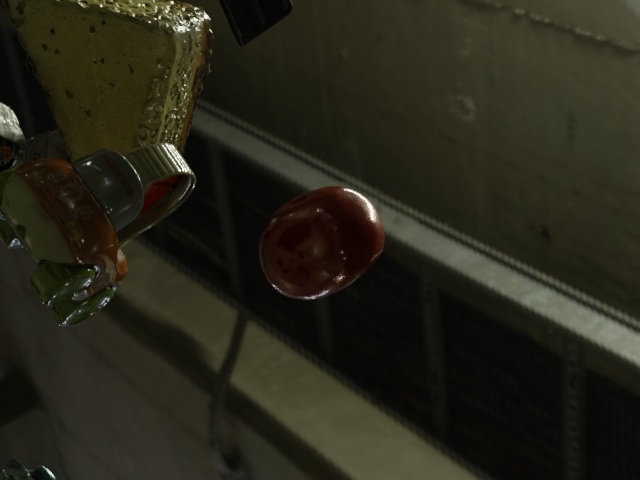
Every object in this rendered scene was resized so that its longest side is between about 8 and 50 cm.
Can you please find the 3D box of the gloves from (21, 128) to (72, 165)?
[{"bbox_3d":[-0.409,-0.141,2.070,0.285,0.119,0.142,21,-60,56],"label":"gloves"}]

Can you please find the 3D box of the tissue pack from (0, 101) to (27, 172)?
[{"bbox_3d":[-0.431,-0.084,1.482,0.170,0.090,0.103,-50,-142,17],"label":"tissue pack"}]

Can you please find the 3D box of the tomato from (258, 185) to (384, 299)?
[{"bbox_3d":[0.000,0.000,1.796,0.195,0.195,0.136,-9,-70,59],"label":"tomato"}]

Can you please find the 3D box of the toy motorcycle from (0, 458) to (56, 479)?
[{"bbox_3d":[-0.297,0.368,1.467,0.260,0.154,0.206,53,-21,-1],"label":"toy motorcycle"}]

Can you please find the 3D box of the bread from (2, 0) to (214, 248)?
[{"bbox_3d":[-0.300,-0.183,1.602,0.279,0.248,0.315,25,-74,-5],"label":"bread"}]

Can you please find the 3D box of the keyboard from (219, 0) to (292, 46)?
[{"bbox_3d":[-0.125,-0.411,1.525,0.041,0.103,0.381,39,-21,38],"label":"keyboard"}]

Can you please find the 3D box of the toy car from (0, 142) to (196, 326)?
[{"bbox_3d":[-0.239,-0.033,1.351,0.145,0.235,0.235,53,-31,10],"label":"toy car"}]
